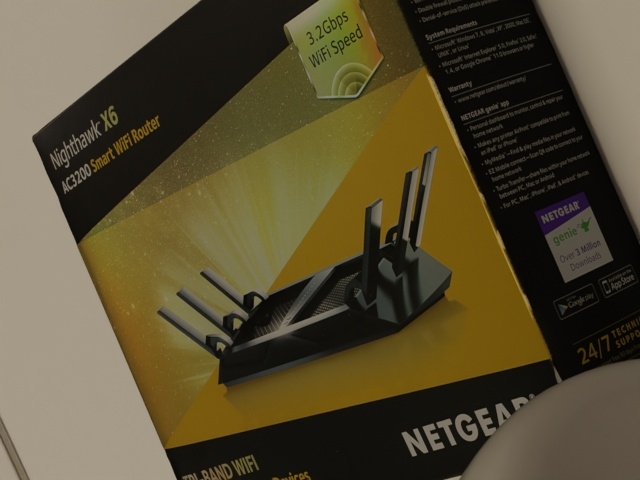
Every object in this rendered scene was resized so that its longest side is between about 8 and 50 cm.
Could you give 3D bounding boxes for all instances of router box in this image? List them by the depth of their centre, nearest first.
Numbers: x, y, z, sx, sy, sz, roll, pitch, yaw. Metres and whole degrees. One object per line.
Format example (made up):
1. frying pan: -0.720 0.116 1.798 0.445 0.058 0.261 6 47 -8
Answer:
1. router box: 0.000 0.000 0.738 0.309 0.081 0.243 -27 85 51

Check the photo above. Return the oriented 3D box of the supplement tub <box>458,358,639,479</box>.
1. supplement tub: 0.126 0.234 0.570 0.241 0.241 0.331 40 134 31
